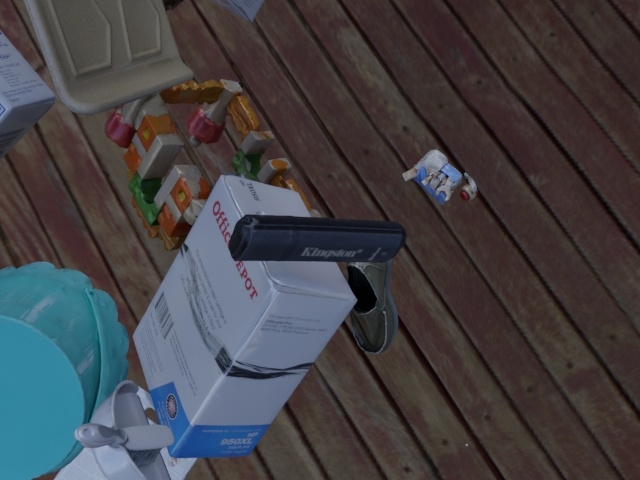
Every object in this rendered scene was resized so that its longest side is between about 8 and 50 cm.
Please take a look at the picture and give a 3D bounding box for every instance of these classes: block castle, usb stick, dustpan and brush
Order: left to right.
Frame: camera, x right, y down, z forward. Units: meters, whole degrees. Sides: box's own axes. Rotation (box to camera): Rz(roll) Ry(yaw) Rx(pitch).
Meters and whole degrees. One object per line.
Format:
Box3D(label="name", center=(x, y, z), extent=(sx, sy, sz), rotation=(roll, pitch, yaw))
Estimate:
Box3D(label="dustpan and brush", center=(-0.194, 0.201, 0.834), extent=(0.060, 0.211, 0.147), rotation=(-32, 70, 14))
Box3D(label="block castle", center=(-0.233, -0.117, 1.748), extent=(0.213, 0.303, 0.453), rotation=(-48, 63, 39))
Box3D(label="usb stick", center=(0.000, 0.000, 1.204), extent=(0.077, 0.278, 0.045), rotation=(-62, 41, 35))

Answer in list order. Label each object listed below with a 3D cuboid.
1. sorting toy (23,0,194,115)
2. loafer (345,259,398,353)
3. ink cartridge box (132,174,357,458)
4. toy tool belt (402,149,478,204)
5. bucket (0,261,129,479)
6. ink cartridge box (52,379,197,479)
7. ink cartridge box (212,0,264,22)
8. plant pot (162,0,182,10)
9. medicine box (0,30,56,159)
Box3D(label="sorting toy", center=(-0.200, -0.253, 0.815), extent=(0.041, 0.307, 0.229), rotation=(-15, 104, 23))
Box3D(label="loafer", center=(0.076, 0.108, 1.483), extent=(0.094, 0.251, 0.087), rotation=(16, 40, 32))
Box3D(label="ink cartridge box", center=(-0.144, 0.133, 1.422), extent=(0.395, 0.166, 0.285), rotation=(-57, 42, 28))
Box3D(label="toy tool belt", center=(0.143, -0.067, 1.015), extent=(0.051, 0.052, 0.083), rotation=(-40, 69, -18))
Box3D(label="bucket", center=(-0.413, 0.184, 1.157), extent=(0.281, 0.183, 0.281), rotation=(1, 105, 3))
Box3D(label="ink cartridge box", center=(-0.336, 0.396, 1.483), extent=(0.189, 0.066, 0.232), rotation=(37, 68, -8))
Box3D(label="ink cartridge box", center=(-0.164, -0.495, 1.121), extent=(0.309, 0.130, 0.272), rotation=(32, 94, 8))
Box3D(label="plant pot", center=(-0.332, -0.500, 1.537), extent=(0.167, 0.167, 0.165), rotation=(-36, 92, 0))
Box3D(label="medicine box", center=(-0.709, -0.292, 1.605), extent=(0.263, 0.149, 0.289), rotation=(-38, 93, 25))
